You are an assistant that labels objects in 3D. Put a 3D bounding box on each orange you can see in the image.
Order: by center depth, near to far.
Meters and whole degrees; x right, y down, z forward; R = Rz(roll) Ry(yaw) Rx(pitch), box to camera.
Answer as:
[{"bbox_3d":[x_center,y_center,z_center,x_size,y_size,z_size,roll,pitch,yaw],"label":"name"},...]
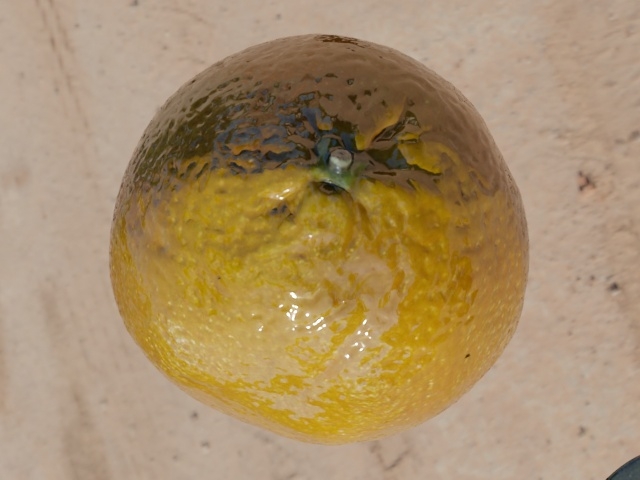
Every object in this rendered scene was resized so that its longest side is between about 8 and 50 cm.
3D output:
[{"bbox_3d":[0.000,0.000,0.829,0.264,0.264,0.264,15,112,40],"label":"orange"}]

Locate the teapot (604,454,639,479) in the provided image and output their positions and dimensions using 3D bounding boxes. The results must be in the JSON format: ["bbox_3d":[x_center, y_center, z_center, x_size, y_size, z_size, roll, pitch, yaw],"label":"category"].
[{"bbox_3d":[0.135,0.139,0.570,0.124,0.091,0.092,-22,73,4],"label":"teapot"}]
